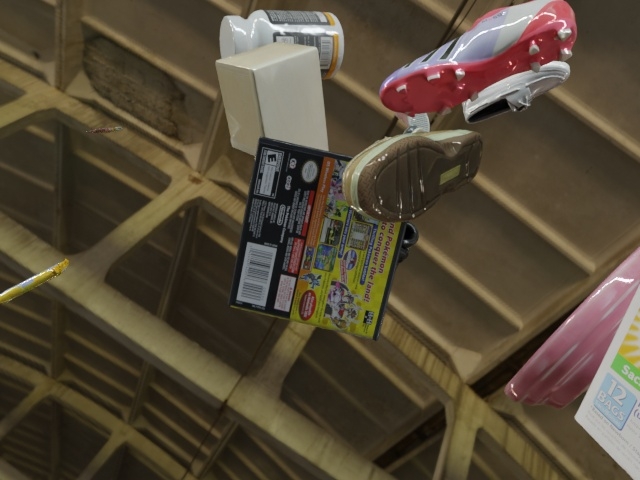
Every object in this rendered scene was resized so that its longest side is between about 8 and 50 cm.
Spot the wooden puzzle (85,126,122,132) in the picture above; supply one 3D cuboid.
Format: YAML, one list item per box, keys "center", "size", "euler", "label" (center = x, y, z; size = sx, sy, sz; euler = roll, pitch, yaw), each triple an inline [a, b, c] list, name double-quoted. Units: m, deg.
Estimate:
- center: [-0.486, -0.249, 1.150]
  size: [0.083, 0.049, 0.006]
  euler: [-2, -79, 27]
  label: "wooden puzzle"

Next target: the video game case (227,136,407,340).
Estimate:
- center: [0.000, 0.000, 0.796]
  size: [0.248, 0.035, 0.275]
  euler: [13, -79, 2]
  label: "video game case"

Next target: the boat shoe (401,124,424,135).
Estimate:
- center: [0.168, -0.163, 1.097]
  size: [0.079, 0.084, 0.233]
  euler: [40, -24, 19]
  label: "boat shoe"

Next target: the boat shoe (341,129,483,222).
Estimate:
- center: [0.068, -0.061, 0.430]
  size: [0.072, 0.189, 0.068]
  euler: [21, -66, 34]
  label: "boat shoe"

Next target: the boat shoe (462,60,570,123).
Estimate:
- center: [0.336, -0.252, 0.884]
  size: [0.184, 0.063, 0.066]
  euler: [-9, -24, 31]
  label: "boat shoe"

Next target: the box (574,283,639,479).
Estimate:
- center: [0.232, 0.100, 0.210]
  size: [0.103, 0.203, 0.114]
  euler: [1, -65, -20]
  label: "box"

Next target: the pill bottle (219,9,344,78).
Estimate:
- center: [-0.095, -0.477, 1.247]
  size: [0.162, 0.278, 0.162]
  euler: [171, -90, -66]
  label: "pill bottle"

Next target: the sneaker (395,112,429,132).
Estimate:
- center: [0.221, -0.300, 1.234]
  size: [0.070, 0.050, 0.135]
  euler: [95, -29, -79]
  label: "sneaker"

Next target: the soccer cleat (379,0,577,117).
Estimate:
- center: [0.192, -0.236, 0.649]
  size: [0.247, 0.095, 0.083]
  euler: [-18, -33, 18]
  label: "soccer cleat"

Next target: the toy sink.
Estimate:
- center: [-0.089, -0.241, 0.979]
  size: [0.131, 0.152, 0.234]
  euler: [27, -43, 41]
  label: "toy sink"

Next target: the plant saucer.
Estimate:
- center: [0.439, 0.153, 0.817]
  size: [0.084, 0.332, 0.332]
  euler: [43, -41, 26]
  label: "plant saucer"

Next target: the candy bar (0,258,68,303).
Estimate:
- center: [-0.484, 0.072, 0.846]
  size: [0.161, 0.040, 0.018]
  euler: [-25, -72, 15]
  label: "candy bar"

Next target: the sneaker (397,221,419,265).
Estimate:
- center: [0.116, 0.023, 0.950]
  size: [0.134, 0.098, 0.276]
  euler: [7, -48, 19]
  label: "sneaker"
